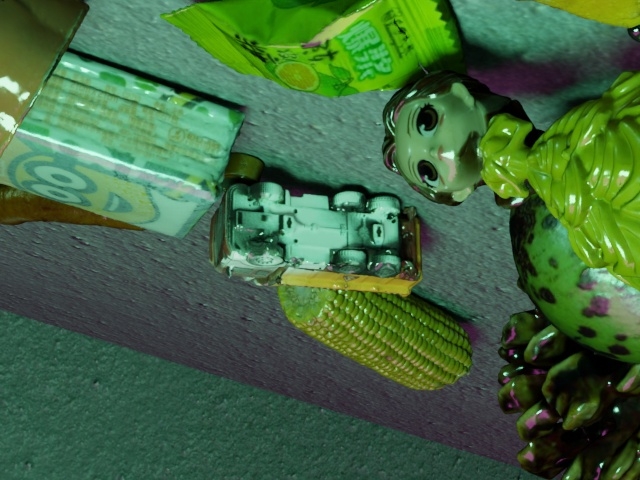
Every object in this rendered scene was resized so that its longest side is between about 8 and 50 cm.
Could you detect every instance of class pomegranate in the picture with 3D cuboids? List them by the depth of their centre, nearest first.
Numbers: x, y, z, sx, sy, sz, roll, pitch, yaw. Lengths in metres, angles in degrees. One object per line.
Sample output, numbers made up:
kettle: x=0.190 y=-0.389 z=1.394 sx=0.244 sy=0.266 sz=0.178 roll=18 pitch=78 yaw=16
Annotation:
pomegranate: x=0.323 y=-0.013 z=1.062 sx=0.306 sy=0.242 sz=0.242 roll=-18 pitch=147 yaw=42

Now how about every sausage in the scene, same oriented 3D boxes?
sausage: x=-0.373 y=-0.058 z=1.691 sx=0.302 sy=0.076 sz=0.103 roll=4 pitch=161 yaw=28

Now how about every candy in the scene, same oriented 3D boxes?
candy: x=-0.002 y=-0.173 z=1.048 sx=0.246 sy=0.069 sz=0.149 roll=4 pitch=159 yaw=25

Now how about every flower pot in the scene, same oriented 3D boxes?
flower pot: x=-0.335 y=-0.182 z=1.092 sx=0.173 sy=0.190 sz=0.190 roll=30 pitch=159 yaw=-17

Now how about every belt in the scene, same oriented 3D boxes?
belt: x=-0.108 y=-0.083 z=1.479 sx=0.059 sy=0.036 sz=0.083 roll=25 pitch=158 yaw=-33

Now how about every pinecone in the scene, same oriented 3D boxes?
pinecone: x=0.383 y=0.148 z=1.354 sx=0.398 sy=0.397 sz=0.398 roll=12 pitch=163 yaw=4

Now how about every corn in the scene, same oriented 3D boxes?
corn: x=0.095 y=0.139 z=1.872 sx=0.387 sy=0.144 sz=0.144 roll=24 pitch=160 yaw=-39

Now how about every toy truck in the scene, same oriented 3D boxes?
toy truck: x=0.000 y=0.000 z=1.484 sx=0.270 sy=0.114 sz=0.135 roll=6 pitch=159 yaw=-17

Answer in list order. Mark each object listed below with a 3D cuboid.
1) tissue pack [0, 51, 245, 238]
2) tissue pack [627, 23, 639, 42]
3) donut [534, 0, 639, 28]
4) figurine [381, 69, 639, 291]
tissue pack: x=-0.265 y=-0.115 z=1.341 sx=0.311 sy=0.128 sz=0.228 roll=18 pitch=163 yaw=-12
tissue pack: x=0.286 y=-0.141 z=0.791 sx=0.138 sy=0.028 sz=0.085 roll=-1 pitch=173 yaw=36
donut: x=0.213 y=-0.202 z=0.773 sx=0.190 sy=0.074 sz=0.174 roll=10 pitch=166 yaw=-18
figurine: x=0.170 y=-0.065 z=0.944 sx=0.315 sy=0.168 sz=0.187 roll=17 pitch=144 yaw=46
